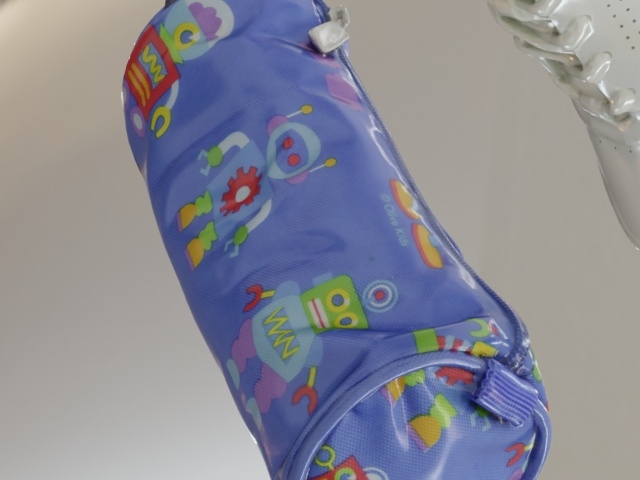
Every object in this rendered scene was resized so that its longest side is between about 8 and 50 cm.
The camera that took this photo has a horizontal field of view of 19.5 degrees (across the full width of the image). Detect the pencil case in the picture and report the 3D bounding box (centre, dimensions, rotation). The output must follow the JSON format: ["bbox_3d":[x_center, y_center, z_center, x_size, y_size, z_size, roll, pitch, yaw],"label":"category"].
[{"bbox_3d":[0.000,0.000,0.857,0.133,0.119,0.306,-44,-136,18],"label":"pencil case"}]

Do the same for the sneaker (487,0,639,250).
[{"bbox_3d":[0.065,-0.085,0.512,0.115,0.232,0.090,-29,-154,-24],"label":"sneaker"}]
